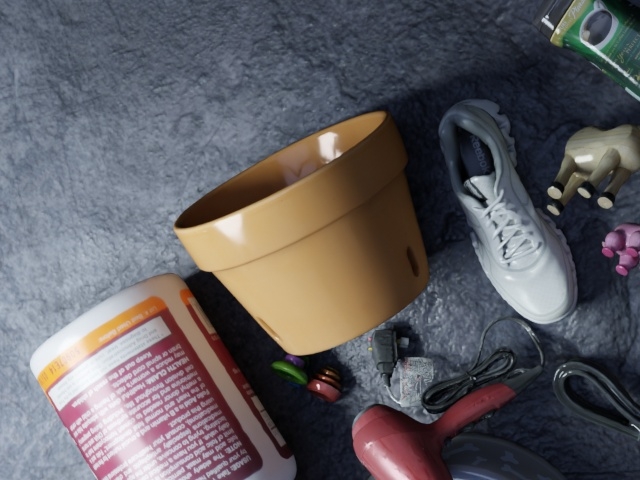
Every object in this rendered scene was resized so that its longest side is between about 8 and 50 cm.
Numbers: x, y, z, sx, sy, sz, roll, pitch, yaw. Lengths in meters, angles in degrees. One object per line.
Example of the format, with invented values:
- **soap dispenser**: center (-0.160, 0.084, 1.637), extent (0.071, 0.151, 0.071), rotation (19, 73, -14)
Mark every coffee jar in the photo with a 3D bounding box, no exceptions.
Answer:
- **coffee jar**: center (0.345, -0.241, 1.675), extent (0.184, 0.079, 0.096), rotation (37, 109, 11)

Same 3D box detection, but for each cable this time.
- **cable**: center (0.415, 0.229, 1.708), extent (0.287, 0.072, 0.139), rotation (18, 115, 27)

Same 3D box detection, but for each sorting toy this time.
- **sorting toy**: center (-0.015, 0.167, 1.816), extent (0.102, 0.061, 0.042), rotation (33, 70, -22)

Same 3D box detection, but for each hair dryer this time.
- **hair dryer**: center (0.146, 0.213, 1.688), extent (0.223, 0.080, 0.293), rotation (-6, 56, 19)

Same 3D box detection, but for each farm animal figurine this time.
- **farm animal figurine**: center (0.441, -0.071, 1.583), extent (0.330, 0.327, 0.172), rotation (34, 66, 9)

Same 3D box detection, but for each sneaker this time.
- **sneaker**: center (0.215, -0.031, 1.707), extent (0.110, 0.118, 0.292), rotation (-27, 87, 14)

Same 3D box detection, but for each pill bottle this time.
- **pill bottle**: center (-0.171, 0.258, 1.781), extent (0.224, 0.224, 0.392), rotation (-34, 83, 15)

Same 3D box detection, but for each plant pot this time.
- **plant pot**: center (0.000, 0.000, 1.705), extent (0.291, 0.291, 0.203), rotation (-25, 103, 16)

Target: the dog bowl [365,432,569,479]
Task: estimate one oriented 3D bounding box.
- **dog bowl**: center (0.175, 0.417, 1.750), extent (0.349, 0.102, 0.349), rotation (1, 93, 17)
